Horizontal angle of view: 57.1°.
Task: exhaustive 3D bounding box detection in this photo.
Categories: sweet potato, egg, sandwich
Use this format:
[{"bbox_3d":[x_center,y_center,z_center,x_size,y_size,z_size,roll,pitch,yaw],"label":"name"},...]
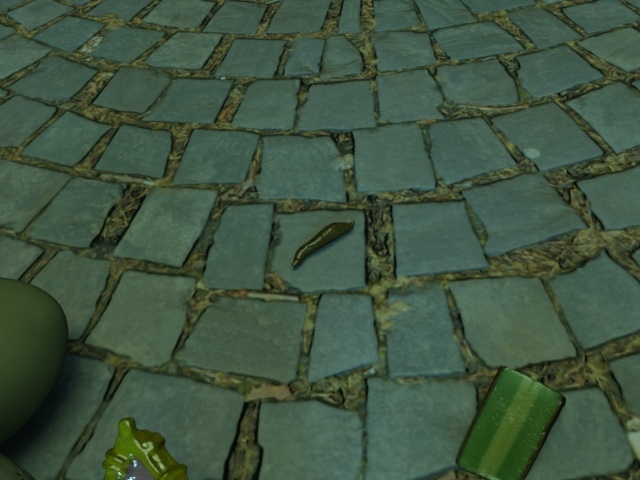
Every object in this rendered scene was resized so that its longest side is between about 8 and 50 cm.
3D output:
[{"bbox_3d":[0.000,0.000,0.821,0.115,0.026,0.026,-34,54,-20],"label":"sweet potato"},{"bbox_3d":[-0.386,0.138,0.620,0.186,0.185,0.242,26,46,25],"label":"egg"},{"bbox_3d":[0.206,0.203,0.637,0.074,0.074,0.116,27,88,24],"label":"sandwich"}]

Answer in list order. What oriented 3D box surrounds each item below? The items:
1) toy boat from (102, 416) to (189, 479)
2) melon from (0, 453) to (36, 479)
[{"bbox_3d":[-0.149,0.304,0.463,0.141,0.099,0.317,-10,48,4],"label":"toy boat"},{"bbox_3d":[-0.362,0.287,0.458,0.317,0.223,0.223,-19,50,-11],"label":"melon"}]
